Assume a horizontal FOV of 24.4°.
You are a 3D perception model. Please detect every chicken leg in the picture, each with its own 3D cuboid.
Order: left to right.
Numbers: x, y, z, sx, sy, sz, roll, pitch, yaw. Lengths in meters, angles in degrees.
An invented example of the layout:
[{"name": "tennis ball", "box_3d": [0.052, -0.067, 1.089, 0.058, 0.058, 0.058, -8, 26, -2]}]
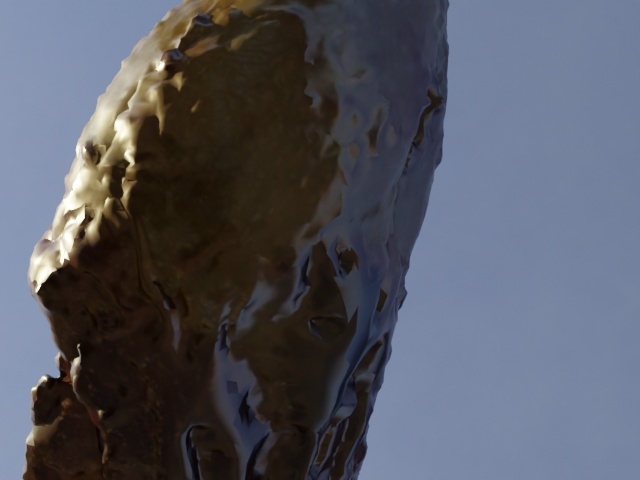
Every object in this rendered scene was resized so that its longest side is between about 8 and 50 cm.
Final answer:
[{"name": "chicken leg", "box_3d": [-0.005, 0.001, 0.428, 0.083, 0.177, 0.322, 20, -62, 21]}]
